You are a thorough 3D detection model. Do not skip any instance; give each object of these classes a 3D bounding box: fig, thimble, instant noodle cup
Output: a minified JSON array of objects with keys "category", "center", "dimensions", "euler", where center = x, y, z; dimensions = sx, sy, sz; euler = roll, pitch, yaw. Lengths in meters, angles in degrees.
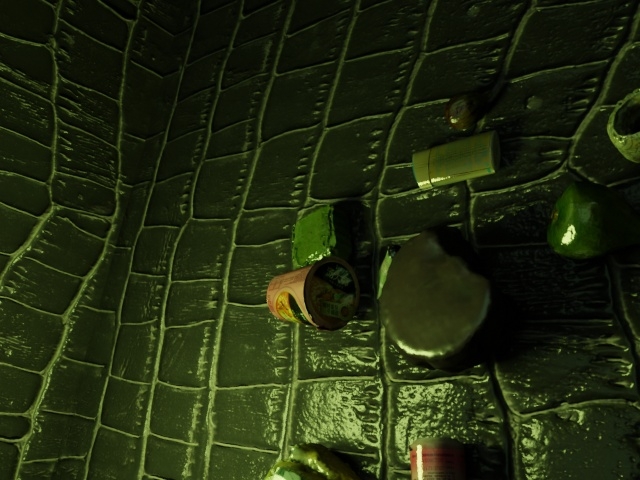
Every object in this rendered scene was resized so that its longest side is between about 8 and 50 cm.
[{"category":"fig","center":[0.694,-0.039,1.563],"dimensions":[0.235,0.203,0.203],"euler":[12,77,5]},{"category":"thimble","center":[0.803,-0.287,1.557],"dimensions":[0.190,0.143,0.137],"euler":[-43,47,19]},{"category":"instant noodle cup","center":[-0.039,0.179,2.089],"dimensions":[0.255,0.244,0.244],"euler":[-11,64,50]},{"category":"fig","center":[0.460,-0.409,1.969],"dimensions":[0.154,0.103,0.109],"euler":[-22,94,22]}]

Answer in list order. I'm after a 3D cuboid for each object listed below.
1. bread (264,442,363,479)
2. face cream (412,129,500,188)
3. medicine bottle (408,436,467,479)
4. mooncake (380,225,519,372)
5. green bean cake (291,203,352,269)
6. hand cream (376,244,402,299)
[{"category":"bread","center":[-0.073,0.784,1.799],"dimensions":[0.239,0.264,0.395],"euler":[31,92,42]},{"category":"face cream","center":[0.406,-0.241,1.959],"dimensions":[0.285,0.067,0.139],"euler":[-11,63,39]},{"category":"medicine bottle","center":[0.298,0.628,1.607],"dimensions":[0.147,0.147,0.247],"euler":[-19,60,36]},{"category":"mooncake","center":[0.335,0.172,1.730],"dimensions":[0.350,0.212,0.381],"euler":[-37,46,24]},{"category":"green bean cake","center":[0.000,0.000,2.192],"dimensions":[0.200,0.113,0.214],"euler":[-26,54,31]},{"category":"hand cream","center":[0.201,0.089,1.930],"dimensions":[0.235,0.055,0.086],"euler":[111,168,-55]}]
